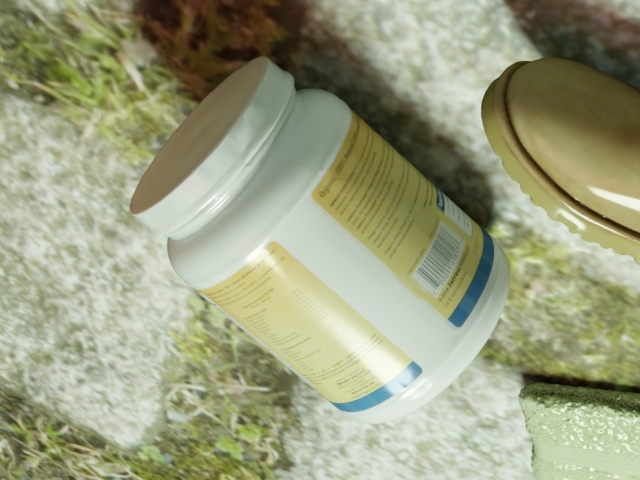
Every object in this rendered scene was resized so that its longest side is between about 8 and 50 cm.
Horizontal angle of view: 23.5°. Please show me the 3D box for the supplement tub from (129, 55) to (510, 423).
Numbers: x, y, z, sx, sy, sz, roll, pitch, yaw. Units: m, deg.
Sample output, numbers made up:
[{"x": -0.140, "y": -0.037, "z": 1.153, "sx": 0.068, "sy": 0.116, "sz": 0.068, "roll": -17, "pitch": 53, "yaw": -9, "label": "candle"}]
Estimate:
[{"x": 0.000, "y": 0.000, "z": 0.926, "sx": 0.200, "sy": 0.144, "sz": 0.144, "roll": 41, "pitch": 140, "yaw": -17, "label": "supplement tub"}]

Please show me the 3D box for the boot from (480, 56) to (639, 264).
[{"x": 0.245, "y": -0.075, "z": 0.754, "sx": 0.236, "sy": 0.089, "sz": 0.269, "roll": 32, "pitch": 140, "yaw": -12, "label": "boot"}]

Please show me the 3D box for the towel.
[{"x": 0.212, "y": 0.144, "z": 1.063, "sx": 0.148, "sy": 0.027, "sz": 0.110, "roll": 7, "pitch": 137, "yaw": 24, "label": "towel"}]
